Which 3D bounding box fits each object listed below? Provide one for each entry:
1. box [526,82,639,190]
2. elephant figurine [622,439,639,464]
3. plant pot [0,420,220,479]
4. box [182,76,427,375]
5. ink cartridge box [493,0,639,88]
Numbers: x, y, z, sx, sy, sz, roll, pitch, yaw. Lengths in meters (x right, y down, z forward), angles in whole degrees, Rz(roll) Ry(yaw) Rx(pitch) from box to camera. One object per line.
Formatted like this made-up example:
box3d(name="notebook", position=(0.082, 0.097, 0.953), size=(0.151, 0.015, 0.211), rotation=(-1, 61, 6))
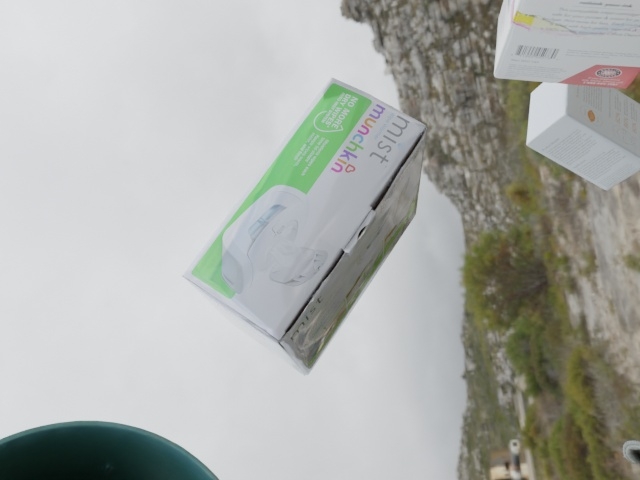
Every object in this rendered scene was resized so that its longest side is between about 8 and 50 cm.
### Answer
box3d(name="box", position=(0.436, -0.186, 0.998), size=(0.170, 0.091, 0.130), rotation=(26, -123, -13))
box3d(name="elephant figurine", position=(0.561, 0.315, 0.948), size=(0.239, 0.169, 0.186), rotation=(105, 156, -59))
box3d(name="plant pot", position=(-0.222, 0.329, 0.513), size=(0.293, 0.235, 0.293), rotation=(15, -126, -21))
box3d(name="box", position=(0.000, 0.000, 0.691), size=(0.262, 0.127, 0.231), rotation=(-55, -16, -13))
box3d(name="ink cartridge box", position=(0.202, -0.190, 0.443), size=(0.198, 0.115, 0.067), rotation=(69, -151, -75))
